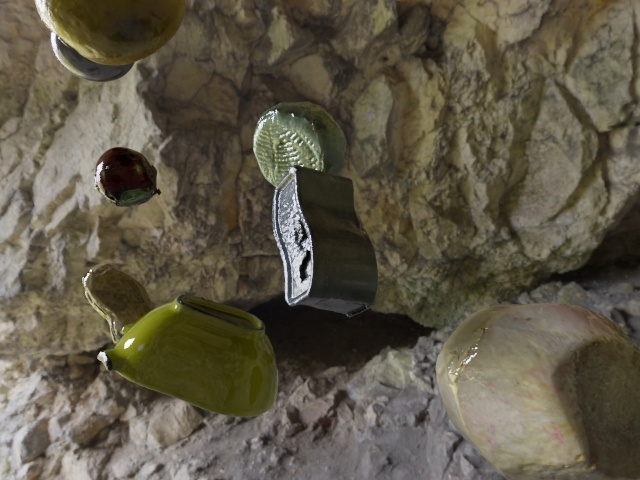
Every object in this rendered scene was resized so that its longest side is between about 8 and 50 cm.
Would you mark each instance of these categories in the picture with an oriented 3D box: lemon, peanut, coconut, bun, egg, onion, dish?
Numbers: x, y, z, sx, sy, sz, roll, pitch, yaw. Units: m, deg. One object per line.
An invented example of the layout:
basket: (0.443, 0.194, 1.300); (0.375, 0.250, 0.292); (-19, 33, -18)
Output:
lemon: (-0.302, -0.353, 0.592); (0.207, 0.170, 0.170); (-31, 3, 1)
peanut: (-0.466, 0.182, 0.992); (0.130, 0.290, 0.130); (-36, 3, 2)
coconut: (0.293, 0.200, 0.549); (0.259, 0.259, 0.259); (-11, 3, 1)
bun: (-0.032, -0.180, 0.789); (0.195, 0.195, 0.118); (-7, 21, 44)
egg: (-0.473, -0.415, 0.860); (0.146, 0.146, 0.198); (-10, 26, 9)
onion: (-0.356, -0.118, 0.744); (0.119, 0.118, 0.117); (-13, -8, -38)
dish: (-0.175, 0.154, 0.624); (0.262, 0.108, 0.221); (22, -1, -11)

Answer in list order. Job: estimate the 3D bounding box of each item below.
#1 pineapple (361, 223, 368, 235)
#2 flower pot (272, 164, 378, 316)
pineapple: (0.024, 0.029, 1.032); (0.225, 0.224, 0.076); (-10, 30, 10)
flower pot: (0.000, 0.000, 0.610); (0.108, 0.229, 0.103); (11, -41, -29)
